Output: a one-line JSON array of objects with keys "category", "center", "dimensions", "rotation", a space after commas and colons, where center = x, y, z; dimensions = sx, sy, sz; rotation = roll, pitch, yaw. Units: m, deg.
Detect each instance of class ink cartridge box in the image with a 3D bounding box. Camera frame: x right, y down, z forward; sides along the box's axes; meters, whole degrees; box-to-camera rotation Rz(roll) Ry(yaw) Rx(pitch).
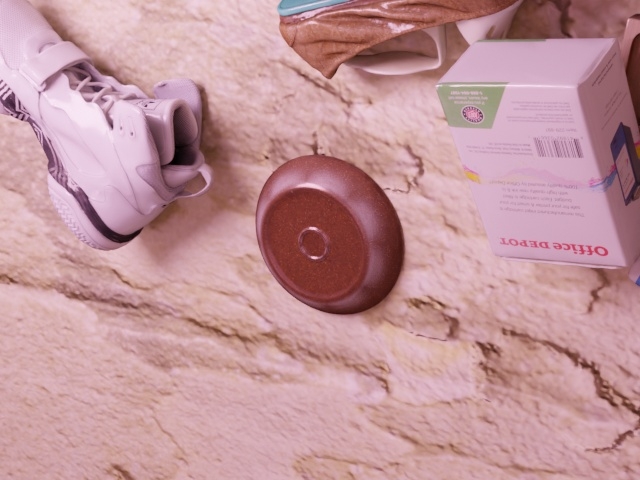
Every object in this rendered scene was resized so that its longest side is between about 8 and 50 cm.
[{"category": "ink cartridge box", "center": [0.222, -0.083, 1.227], "dimensions": [0.154, 0.093, 0.212], "rotation": [5, 130, 38]}]

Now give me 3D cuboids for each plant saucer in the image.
[{"category": "plant saucer", "center": [0.000, 0.000, 1.478], "dimensions": [0.199, 0.036, 0.198], "rotation": [13, 115, 28]}]

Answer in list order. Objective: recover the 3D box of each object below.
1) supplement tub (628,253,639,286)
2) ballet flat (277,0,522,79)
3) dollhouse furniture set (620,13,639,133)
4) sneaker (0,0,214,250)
[{"category": "supplement tub", "center": [0.364, 0.038, 1.248], "dimensions": [0.107, 0.071, 0.071], "rotation": [37, 124, 14]}, {"category": "ballet flat", "center": [0.111, -0.233, 1.281], "dimensions": [0.342, 0.116, 0.124], "rotation": [-13, 122, 35]}, {"category": "dollhouse furniture set", "center": [0.333, -0.138, 1.162], "dimensions": [0.151, 0.123, 0.144], "rotation": [19, 118, 24]}, {"category": "sneaker", "center": [-0.271, -0.177, 1.516], "dimensions": [0.210, 0.137, 0.365], "rotation": [-22, 102, 35]}]
